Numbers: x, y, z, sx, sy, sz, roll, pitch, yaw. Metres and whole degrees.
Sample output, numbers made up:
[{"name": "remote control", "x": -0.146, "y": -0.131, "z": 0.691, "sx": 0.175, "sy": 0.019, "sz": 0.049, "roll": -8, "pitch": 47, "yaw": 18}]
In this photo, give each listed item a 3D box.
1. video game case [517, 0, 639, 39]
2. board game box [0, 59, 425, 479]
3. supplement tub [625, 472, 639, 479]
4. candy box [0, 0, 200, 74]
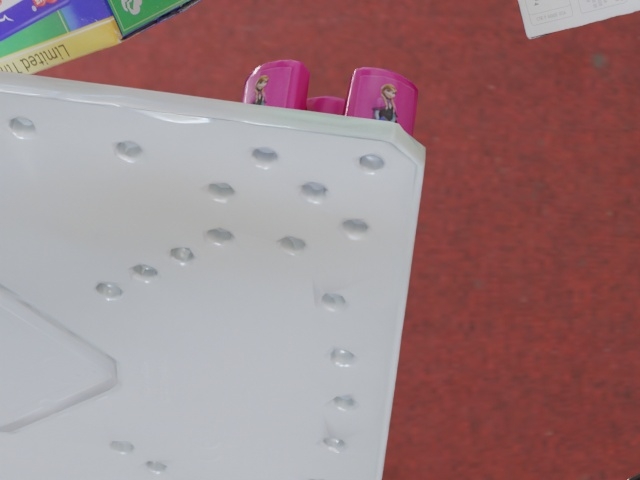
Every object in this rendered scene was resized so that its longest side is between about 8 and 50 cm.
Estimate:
[{"name": "video game case", "x": 0.188, "y": -0.244, "z": 1.041, "sx": 0.210, "sy": 0.042, "sz": 0.232, "roll": -15, "pitch": 120, "yaw": 11}, {"name": "board game box", "x": -0.158, "y": 0.035, "z": 0.876, "sx": 0.390, "sy": 0.390, "sz": 0.050, "roll": 8, "pitch": 54, "yaw": 3}, {"name": "supplement tub", "x": 0.350, "y": 0.324, "z": 1.814, "sx": 0.106, "sy": 0.106, "sz": 0.198, "roll": -3, "pitch": 122, "yaw": 37}, {"name": "candy box", "x": -0.275, "y": -0.290, "z": 1.516, "sx": 0.268, "sy": 0.122, "sz": 0.317, "roll": -13, "pitch": 108, "yaw": 43}]
